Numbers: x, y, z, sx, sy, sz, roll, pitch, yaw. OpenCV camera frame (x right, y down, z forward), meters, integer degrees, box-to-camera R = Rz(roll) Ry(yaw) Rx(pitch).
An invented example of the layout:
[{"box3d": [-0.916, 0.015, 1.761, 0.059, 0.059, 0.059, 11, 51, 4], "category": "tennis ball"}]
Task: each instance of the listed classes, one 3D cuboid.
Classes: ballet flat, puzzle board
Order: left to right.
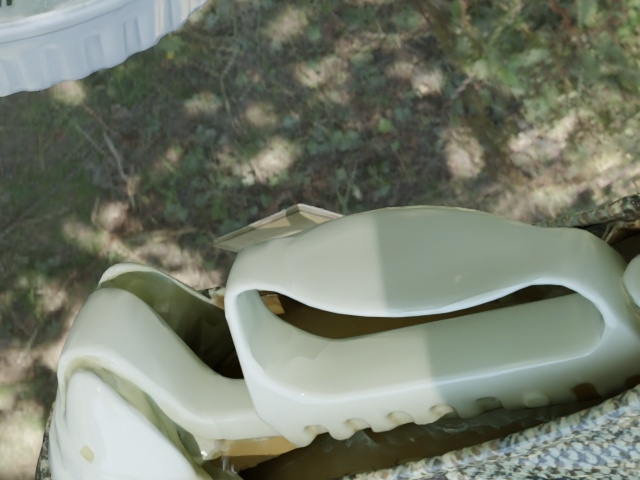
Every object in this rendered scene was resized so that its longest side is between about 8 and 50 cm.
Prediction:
[{"box3d": [-0.007, 0.062, 0.522, 0.483, 0.164, 0.182, -16, 142, 28], "category": "ballet flat"}, {"box3d": [0.000, 0.000, 0.683, 0.096, 0.011, 0.128, 14, 165, -26], "category": "puzzle board"}]

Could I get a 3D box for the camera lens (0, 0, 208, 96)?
[{"box3d": [-0.121, -0.202, 0.293, 0.219, 0.219, 0.274, -10, 148, -8], "category": "camera lens"}]
